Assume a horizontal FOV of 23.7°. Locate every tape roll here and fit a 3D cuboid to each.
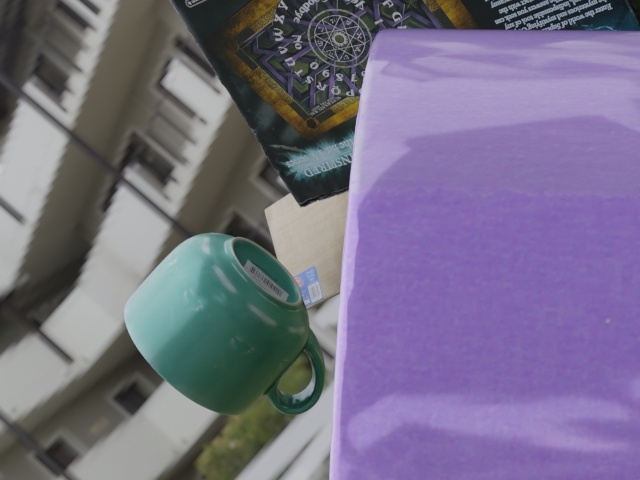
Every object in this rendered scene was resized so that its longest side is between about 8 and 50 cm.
[{"bbox_3d":[0.058,0.076,0.449,0.275,0.090,0.274,1,-90,-83],"label":"tape roll"}]

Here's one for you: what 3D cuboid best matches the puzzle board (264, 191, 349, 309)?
[{"bbox_3d":[0.000,0.000,1.249,0.011,0.096,0.128,-8,-13,-34],"label":"puzzle board"}]

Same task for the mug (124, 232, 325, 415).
[{"bbox_3d":[-0.064,0.060,1.194,0.097,0.129,0.158,-47,-37,18],"label":"mug"}]

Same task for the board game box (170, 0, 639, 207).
[{"bbox_3d":[0.035,-0.092,0.612,0.186,0.126,0.026,-17,23,36],"label":"board game box"}]
